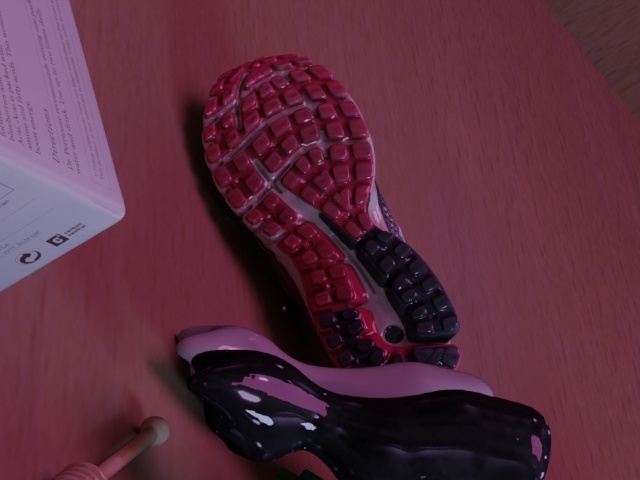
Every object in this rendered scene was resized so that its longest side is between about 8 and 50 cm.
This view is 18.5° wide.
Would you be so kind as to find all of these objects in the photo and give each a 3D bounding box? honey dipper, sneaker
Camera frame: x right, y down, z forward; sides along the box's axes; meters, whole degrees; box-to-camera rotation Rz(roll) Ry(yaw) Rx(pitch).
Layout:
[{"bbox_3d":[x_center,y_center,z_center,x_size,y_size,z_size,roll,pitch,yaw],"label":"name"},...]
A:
[{"bbox_3d":[-0.116,0.126,1.088,0.030,0.030,0.160,60,16,-1],"label":"honey dipper"},{"bbox_3d":[0.000,0.000,1.440,0.112,0.121,0.299,92,-25,-71],"label":"sneaker"}]

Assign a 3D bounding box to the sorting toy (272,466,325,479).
[{"bbox_3d":[-0.031,0.199,1.126,0.126,0.127,0.365,31,16,7],"label":"sorting toy"}]

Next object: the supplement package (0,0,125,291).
[{"bbox_3d":[-0.252,-0.084,0.831,0.293,0.175,0.177,29,37,-54],"label":"supplement package"}]

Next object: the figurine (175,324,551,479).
[{"bbox_3d":[0.010,0.104,1.187,0.209,0.092,0.215,20,1,-10],"label":"figurine"}]
